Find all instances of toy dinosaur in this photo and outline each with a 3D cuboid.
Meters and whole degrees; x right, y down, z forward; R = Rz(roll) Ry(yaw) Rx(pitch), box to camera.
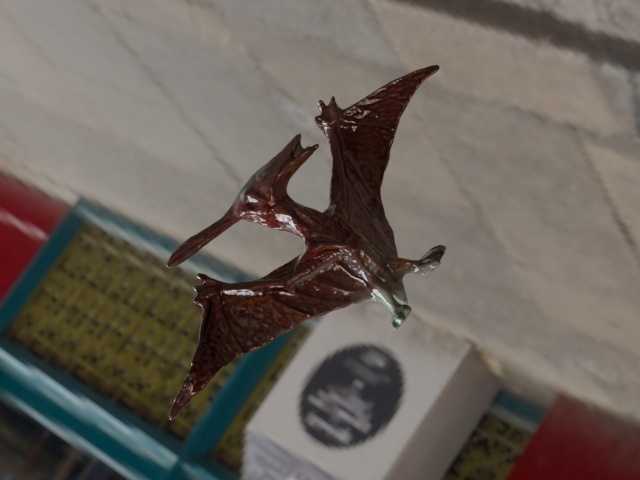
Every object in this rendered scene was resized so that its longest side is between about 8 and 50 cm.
[{"bbox_3d":[0.000,0.001,0.754,0.108,0.220,0.032,35,161,-2],"label":"toy dinosaur"}]
